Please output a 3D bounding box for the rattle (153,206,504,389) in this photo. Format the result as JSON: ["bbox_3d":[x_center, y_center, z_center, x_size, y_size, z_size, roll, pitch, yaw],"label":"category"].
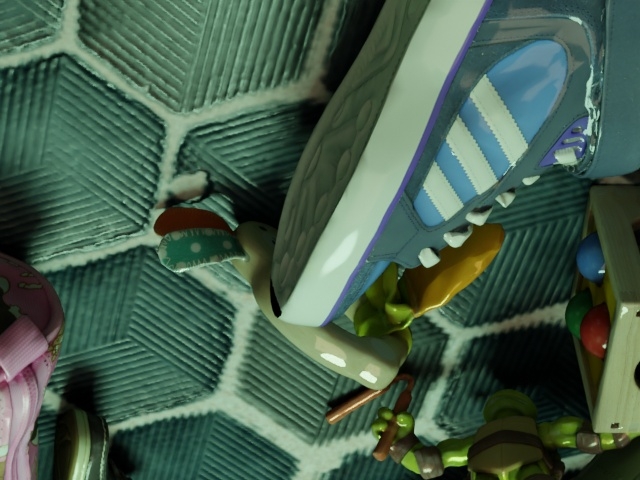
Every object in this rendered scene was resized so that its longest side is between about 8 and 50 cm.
[{"bbox_3d":[0.000,0.000,1.175,0.199,0.130,0.143,40,128,0],"label":"rattle"}]

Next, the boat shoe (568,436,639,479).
[{"bbox_3d":[0.279,0.185,1.262,0.340,0.127,0.113,-43,104,-4],"label":"boat shoe"}]

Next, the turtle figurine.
[{"bbox_3d":[0.125,0.170,1.253,0.269,0.217,0.087,-5,115,12],"label":"turtle figurine"}]

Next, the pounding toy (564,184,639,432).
[{"bbox_3d":[0.230,0.036,1.160,0.094,0.181,0.206,0,130,-3],"label":"pounding toy"}]

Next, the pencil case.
[{"bbox_3d":[-0.277,0.182,1.271,0.167,0.160,0.386,3,129,-6],"label":"pencil case"}]

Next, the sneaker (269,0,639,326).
[{"bbox_3d":[0.130,-0.053,1.087,0.236,0.130,0.323,20,110,-18],"label":"sneaker"}]

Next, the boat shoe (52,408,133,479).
[{"bbox_3d":[-0.178,0.213,1.361,0.073,0.080,0.224,0,135,-13],"label":"boat shoe"}]
